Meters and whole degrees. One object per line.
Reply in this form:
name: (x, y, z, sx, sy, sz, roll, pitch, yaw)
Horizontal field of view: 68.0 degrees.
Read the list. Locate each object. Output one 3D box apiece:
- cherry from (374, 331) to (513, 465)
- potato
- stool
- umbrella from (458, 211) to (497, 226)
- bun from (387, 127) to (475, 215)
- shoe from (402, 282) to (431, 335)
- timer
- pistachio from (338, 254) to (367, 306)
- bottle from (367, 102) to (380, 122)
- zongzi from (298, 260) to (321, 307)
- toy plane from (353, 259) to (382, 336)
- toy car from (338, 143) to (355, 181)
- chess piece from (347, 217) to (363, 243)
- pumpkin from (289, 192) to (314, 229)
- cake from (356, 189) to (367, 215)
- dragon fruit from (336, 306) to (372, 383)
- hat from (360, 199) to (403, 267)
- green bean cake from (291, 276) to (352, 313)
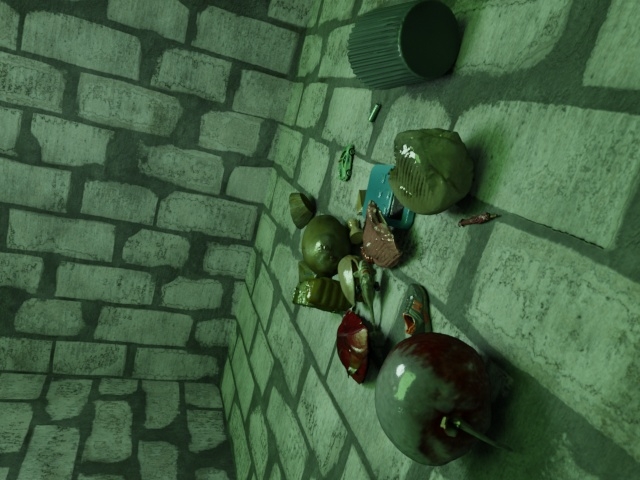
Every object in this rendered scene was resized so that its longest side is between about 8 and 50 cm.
cherry: (0.284, 0.406, 1.238, 0.335, 0.292, 0.326, 134, 148, -70)
potato: (0.026, 0.029, 2.094, 0.326, 0.221, 0.243, -95, 9, -56)
stool: (0.295, -0.694, 1.693, 0.330, 0.298, 0.296, 34, 112, 62)
umbrella: (0.448, -0.060, 1.365, 0.165, 0.025, 0.027, 160, 101, -68)
bun: (0.347, -0.216, 1.447, 0.281, 0.205, 0.281, 55, 165, 23)
shoe: (0.302, 0.223, 1.531, 0.074, 0.077, 0.194, 128, 145, -51)
timer: (0.270, -0.168, 1.781, 0.250, 0.092, 0.231, 19, 98, 65)
pistachio: (0.140, 0.157, 1.920, 0.152, 0.127, 0.223, 94, 167, -59)
bottle: (0.239, -0.569, 2.112, 0.030, 0.030, 0.083, -105, 33, -47)
zongzi: (-0.042, 0.236, 2.366, 0.228, 0.115, 0.255, -163, 77, -64)
toy plane: (0.184, 0.215, 1.788, 0.108, 0.092, 0.286, -13, -85, -86)
toy car: (0.117, -0.378, 2.302, 0.093, 0.058, 0.186, 175, 104, -70)
chess piece: (0.152, -0.045, 2.064, 0.122, 0.066, 0.066, -98, 27, -51)
pumpkin: (-0.097, -0.179, 2.661, 0.110, 0.217, 0.217, -18, 56, 22)
cake: (0.181, -0.165, 2.047, 0.065, 0.052, 0.121, 127, 146, -54)
dragon fruit: (0.117, 0.419, 1.809, 0.343, 0.100, 0.281, -164, 69, -82)
hat: (0.218, 0.008, 1.768, 0.286, 0.107, 0.236, 105, 146, -59)
green bean cake: (0.011, 0.236, 2.062, 0.236, 0.233, 0.124, -20, 57, 65)
